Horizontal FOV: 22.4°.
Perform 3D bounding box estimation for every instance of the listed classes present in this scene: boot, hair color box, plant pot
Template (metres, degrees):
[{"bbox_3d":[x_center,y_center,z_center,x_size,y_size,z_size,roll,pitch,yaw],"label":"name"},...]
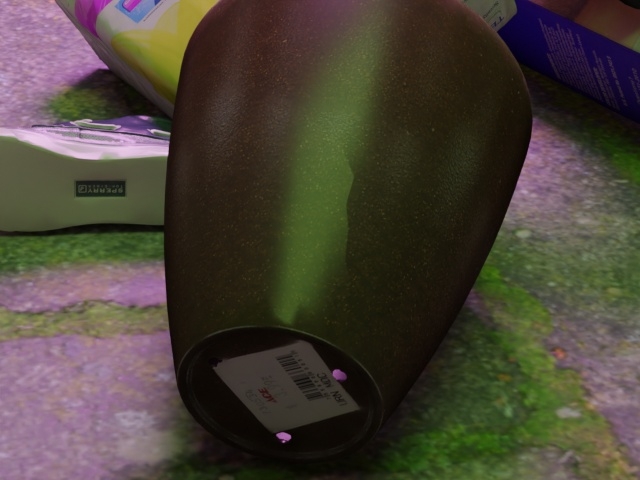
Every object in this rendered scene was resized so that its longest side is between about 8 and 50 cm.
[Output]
[{"bbox_3d":[-0.168,-0.050,1.079,0.190,0.069,0.086,6,23,-12],"label":"boot"},{"bbox_3d":[0.229,-0.221,1.285,0.185,0.110,0.339,-45,46,-11],"label":"hair color box"},{"bbox_3d":[0.000,0.000,0.892,0.215,0.215,0.230,7,44,7],"label":"plant pot"}]

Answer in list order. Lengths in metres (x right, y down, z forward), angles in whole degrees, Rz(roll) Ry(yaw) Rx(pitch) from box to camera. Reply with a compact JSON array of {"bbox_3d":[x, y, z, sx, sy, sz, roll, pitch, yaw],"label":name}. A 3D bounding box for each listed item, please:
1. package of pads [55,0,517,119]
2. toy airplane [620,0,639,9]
[{"bbox_3d":[-0.028,-0.175,1.169,0.229,0.101,0.296,-42,46,-8],"label":"package of pads"},{"bbox_3d":[0.283,-0.380,1.127,0.386,0.272,0.384,-4,51,24],"label":"toy airplane"}]
